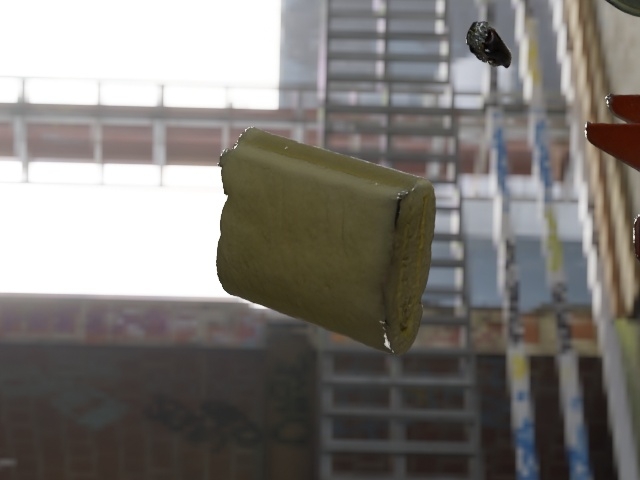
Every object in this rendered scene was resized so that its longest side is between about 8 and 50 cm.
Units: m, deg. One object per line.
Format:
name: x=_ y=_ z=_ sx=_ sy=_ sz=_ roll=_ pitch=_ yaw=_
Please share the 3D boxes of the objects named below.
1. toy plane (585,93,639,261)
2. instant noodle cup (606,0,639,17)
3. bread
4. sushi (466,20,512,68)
toy plane: x=0.283 y=0.022 z=1.237 sx=0.223 sy=0.104 sz=0.326 roll=-47 pitch=-57 yaw=-52
instant noodle cup: x=0.426 y=-0.428 z=2.181 sx=0.178 sy=0.235 sz=0.234 roll=-37 pitch=41 yaw=42
bread: x=0.000 y=0.000 z=1.273 sx=0.060 sy=0.178 sz=0.139 roll=-11 pitch=-69 yaw=-48
sushi: x=0.220 y=-0.246 z=2.155 sx=0.044 sy=0.046 sz=0.083 roll=-59 pitch=-30 yaw=-4
